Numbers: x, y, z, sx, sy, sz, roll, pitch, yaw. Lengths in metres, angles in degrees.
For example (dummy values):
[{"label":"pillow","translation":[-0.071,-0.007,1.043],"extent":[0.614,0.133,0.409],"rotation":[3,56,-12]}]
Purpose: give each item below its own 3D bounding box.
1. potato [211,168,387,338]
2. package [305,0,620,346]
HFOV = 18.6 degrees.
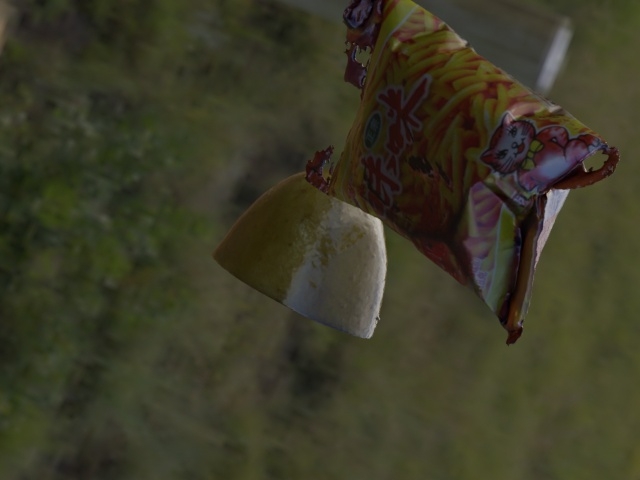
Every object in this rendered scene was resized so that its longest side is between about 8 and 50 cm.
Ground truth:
[{"label":"potato","translation":[0.000,0.000,2.199],"extent":[0.178,0.203,0.158],"rotation":[14,109,-56]},{"label":"package","translation":[0.116,-0.066,1.681],"extent":[0.108,0.288,0.223],"rotation":[-16,138,-43]}]
